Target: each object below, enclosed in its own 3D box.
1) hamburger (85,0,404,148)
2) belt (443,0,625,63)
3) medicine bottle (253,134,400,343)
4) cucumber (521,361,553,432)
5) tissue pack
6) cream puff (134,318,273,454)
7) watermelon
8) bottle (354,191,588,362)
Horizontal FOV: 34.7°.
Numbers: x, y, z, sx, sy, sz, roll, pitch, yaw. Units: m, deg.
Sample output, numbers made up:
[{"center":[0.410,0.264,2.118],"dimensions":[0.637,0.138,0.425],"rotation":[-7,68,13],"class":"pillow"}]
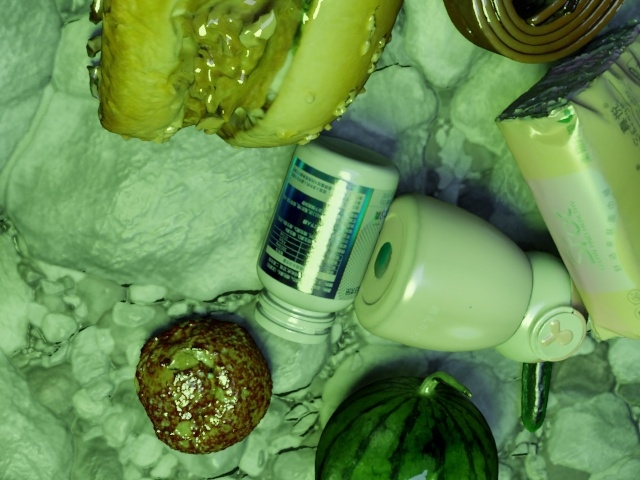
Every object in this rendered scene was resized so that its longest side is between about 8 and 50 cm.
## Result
[{"center":[-0.049,-0.258,0.838],"dimensions":[0.268,0.287,0.445],"rotation":[9,109,-14],"class":"hamburger"},{"center":[0.212,-0.300,0.962],"dimensions":[0.184,0.105,0.261],"rotation":[13,107,-15],"class":"belt"},{"center":[0.000,0.000,1.009],"dimensions":[0.107,0.107,0.191],"rotation":[15,106,-14],"class":"medicine bottle"},{"center":[0.244,0.125,1.129],"dimensions":[0.036,0.033,0.184],"rotation":[8,104,8],"class":"cucumber"},{"center":[0.297,-0.062,0.992],"dimensions":[0.215,0.123,0.256],"rotation":[-43,110,-38],"class":"tissue pack"},{"center":[-0.121,0.153,1.049],"dimensions":[0.149,0.084,0.149],"rotation":[-3,105,-10],"class":"cream puff"},{"center":[0.088,0.223,1.050],"dimensions":[0.188,0.188,0.214],"rotation":[3,109,-10],"class":"watermelon"},{"center":[0.166,0.052,1.035],"dimensions":[0.237,0.147,0.147],"rotation":[18,103,-17],"class":"bottle"}]
